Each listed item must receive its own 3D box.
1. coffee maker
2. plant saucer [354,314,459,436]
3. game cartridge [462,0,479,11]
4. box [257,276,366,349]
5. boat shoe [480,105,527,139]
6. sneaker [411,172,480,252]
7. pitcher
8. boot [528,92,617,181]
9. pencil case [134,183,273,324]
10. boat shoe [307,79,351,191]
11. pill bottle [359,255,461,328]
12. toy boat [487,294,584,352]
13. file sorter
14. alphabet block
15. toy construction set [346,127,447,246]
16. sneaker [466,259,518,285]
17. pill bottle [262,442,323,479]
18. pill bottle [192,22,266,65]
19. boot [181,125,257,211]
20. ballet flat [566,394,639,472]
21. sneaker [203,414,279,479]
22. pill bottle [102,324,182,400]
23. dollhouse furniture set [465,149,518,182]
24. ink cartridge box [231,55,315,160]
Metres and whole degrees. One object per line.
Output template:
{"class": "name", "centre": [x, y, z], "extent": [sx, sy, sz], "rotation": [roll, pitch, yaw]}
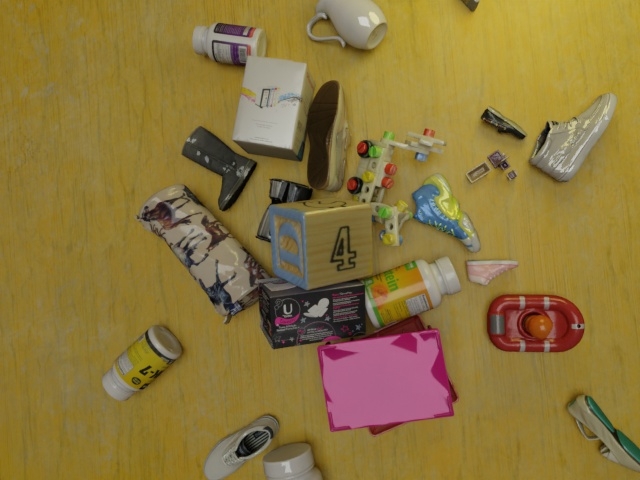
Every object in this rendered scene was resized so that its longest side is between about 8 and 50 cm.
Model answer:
{"class": "coffee maker", "centre": [-0.081, -0.070, 1.411], "extent": [0.171, 0.120, 0.178], "rotation": [16, 91, -31]}
{"class": "plant saucer", "centre": [0.204, 0.363, 1.380], "extent": [0.259, 0.048, 0.258], "rotation": [-25, 85, 5]}
{"class": "game cartridge", "centre": [0.401, -0.674, 1.389], "extent": [0.017, 0.056, 0.083], "rotation": [-40, 83, -3]}
{"class": "box", "centre": [-0.025, 0.168, 1.306], "extent": [0.247, 0.163, 0.142], "rotation": [-5, 104, -18]}
{"class": "boat shoe", "centre": [0.498, -0.313, 1.371], "extent": [0.133, 0.049, 0.042], "rotation": [33, 120, 1]}
{"class": "sneaker", "centre": [0.331, -0.056, 1.368], "extent": [0.126, 0.091, 0.240], "rotation": [-31, 77, 17]}
{"class": "pitcher", "centre": [0.069, -0.603, 1.409], "extent": [0.207, 0.125, 0.177], "rotation": [45, 115, 17]}
{"class": "boot", "centre": [0.653, -0.289, 1.319], "extent": [0.123, 0.095, 0.258], "rotation": [29, 93, 1]}
{"class": "pencil case", "centre": [-0.326, 0.030, 1.407], "extent": [0.183, 0.160, 0.410], "rotation": [-42, 83, -11]}
{"class": "boat shoe", "centre": [0.032, -0.287, 1.406], "extent": [0.109, 0.098, 0.302], "rotation": [3, 89, 42]}
{"class": "pill bottle", "centre": [0.236, 0.130, 1.339], "extent": [0.246, 0.136, 0.136], "rotation": [-21, 85, 6]}
{"class": "toy boat", "centre": [0.550, 0.215, 1.286], "extent": [0.231, 0.151, 0.150], "rotation": [-1, 88, 8]}
{"class": "file sorter", "centre": [0.160, 0.334, 1.271], "extent": [0.291, 0.182, 0.202], "rotation": [-10, 85, 6]}
{"class": "alphabet block", "centre": [0.000, 0.000, 1.291], "extent": [0.197, 0.192, 0.193], "rotation": [-10, 106, -31]}
{"class": "toy construction set", "centre": [0.186, -0.159, 1.333], "extent": [0.215, 0.151, 0.327], "rotation": [28, 93, 43]}
{"class": "sneaker", "centre": [0.461, 0.086, 1.355], "extent": [0.134, 0.051, 0.070], "rotation": [-3, 89, 11]}
{"class": "pill bottle", "centre": [-0.058, 0.703, 1.343], "extent": [0.161, 0.160, 0.282], "rotation": [-14, 86, 7]}
{"class": "pill bottle", "centre": [-0.260, -0.561, 1.446], "extent": [0.194, 0.108, 0.108], "rotation": [11, 89, 8]}
{"class": "boot", "centre": [-0.312, -0.208, 1.457], "extent": [0.209, 0.076, 0.189], "rotation": [30, 78, 1]}
{"class": "ballet flat", "centre": [0.733, 0.506, 1.296], "extent": [0.086, 0.086, 0.248], "rotation": [-41, 82, 4]}
{"class": "sneaker", "centre": [-0.231, 0.581, 1.406], "extent": [0.258, 0.091, 0.094], "rotation": [-42, 83, 4]}
{"class": "pill bottle", "centre": [-0.509, 0.350, 1.439], "extent": [0.208, 0.119, 0.119], "rotation": [-42, 83, 5]}
{"class": "dollhouse furniture set", "centre": [0.459, -0.183, 1.349], "extent": [0.114, 0.081, 0.091], "rotation": [-33, 84, 5]}
{"class": "ink cartridge box", "centre": [-0.123, -0.357, 1.388], "extent": [0.168, 0.171, 0.232], "rotation": [10, 89, 8]}
